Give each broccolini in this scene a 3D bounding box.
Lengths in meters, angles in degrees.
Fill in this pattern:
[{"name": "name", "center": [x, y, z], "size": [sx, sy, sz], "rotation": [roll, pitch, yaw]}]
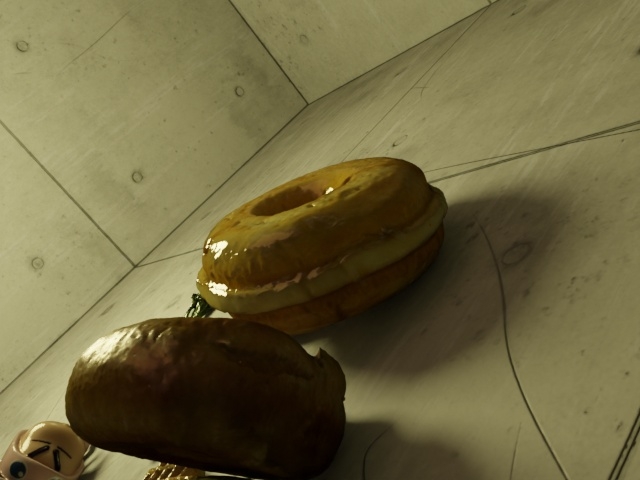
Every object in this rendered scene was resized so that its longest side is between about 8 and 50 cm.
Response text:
[{"name": "broccolini", "center": [-0.341, 0.211, 1.677], "size": [0.216, 0.067, 0.058], "rotation": [-51, -18, -35]}]

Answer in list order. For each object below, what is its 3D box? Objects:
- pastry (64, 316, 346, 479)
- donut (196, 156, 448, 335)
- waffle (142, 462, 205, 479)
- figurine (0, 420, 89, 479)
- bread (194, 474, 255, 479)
[{"name": "pastry", "center": [-0.132, 0.194, 0.821], "size": [0.356, 0.356, 0.163], "rotation": [-18, 57, 51]}, {"name": "donut", "center": [0.000, 0.000, 1.150], "size": [0.449, 0.198, 0.449], "rotation": [-19, 19, 7]}, {"name": "waffle", "center": [-0.250, 0.395, 1.022], "size": [0.192, 0.046, 0.160], "rotation": [-38, 16, 6]}, {"name": "figurine", "center": [-0.561, 0.434, 1.382], "size": [0.287, 0.176, 0.186], "rotation": [-136, 72, -88]}, {"name": "bread", "center": [-0.109, 0.337, 0.787], "size": [0.156, 0.064, 0.117], "rotation": [-14, 64, 49]}]
